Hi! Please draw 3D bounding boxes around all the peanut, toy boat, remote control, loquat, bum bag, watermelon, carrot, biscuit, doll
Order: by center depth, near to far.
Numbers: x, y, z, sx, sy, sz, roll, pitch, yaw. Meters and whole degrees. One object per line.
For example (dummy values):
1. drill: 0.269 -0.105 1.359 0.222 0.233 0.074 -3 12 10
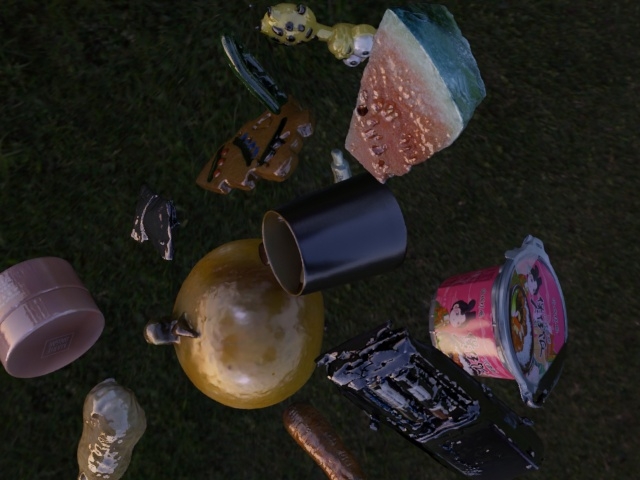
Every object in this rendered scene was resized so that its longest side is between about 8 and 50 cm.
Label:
1. watermelon: 0.101 -0.149 0.925 0.094 0.241 0.154 -19 74 -30
2. remote control: 0.158 0.220 0.977 0.145 0.062 0.399 -30 134 22
3. peanut: -0.318 0.296 1.183 0.100 0.099 0.214 17 118 -10
4. carrot: 0.010 0.329 1.242 0.186 0.060 0.060 43 102 28
5. loquat: -0.160 0.165 1.519 0.360 0.328 0.328 -5 108 -22
6. toy boat: -0.139 -0.342 1.577 0.052 0.104 0.210 -25 131 21
7. doll: 0.009 -0.419 1.600 0.291 0.117 0.086 8 66 -29
8. bum bag: -0.341 -0.042 1.624 0.060 0.248 0.123 2 103 -34
9. biscuit: -0.145 -0.186 1.649 0.302 0.278 0.043 -28 128 17

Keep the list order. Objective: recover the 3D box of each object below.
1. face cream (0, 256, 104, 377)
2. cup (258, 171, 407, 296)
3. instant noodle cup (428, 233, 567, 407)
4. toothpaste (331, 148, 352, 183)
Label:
1. face cream: -0.396 0.109 1.109 0.149 0.149 0.104 -43 67 8
2. cup: 0.009 0.013 1.256 0.177 0.239 0.166 -19 70 -24
3. instant noodle cup: 0.315 0.150 1.430 0.258 0.182 0.302 36 57 -40
4. toothpaste: 0.058 -0.112 1.774 0.037 0.067 0.255 -46 144 -24
